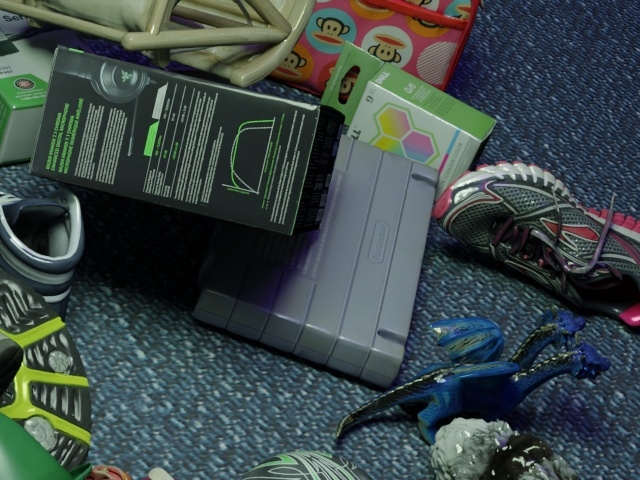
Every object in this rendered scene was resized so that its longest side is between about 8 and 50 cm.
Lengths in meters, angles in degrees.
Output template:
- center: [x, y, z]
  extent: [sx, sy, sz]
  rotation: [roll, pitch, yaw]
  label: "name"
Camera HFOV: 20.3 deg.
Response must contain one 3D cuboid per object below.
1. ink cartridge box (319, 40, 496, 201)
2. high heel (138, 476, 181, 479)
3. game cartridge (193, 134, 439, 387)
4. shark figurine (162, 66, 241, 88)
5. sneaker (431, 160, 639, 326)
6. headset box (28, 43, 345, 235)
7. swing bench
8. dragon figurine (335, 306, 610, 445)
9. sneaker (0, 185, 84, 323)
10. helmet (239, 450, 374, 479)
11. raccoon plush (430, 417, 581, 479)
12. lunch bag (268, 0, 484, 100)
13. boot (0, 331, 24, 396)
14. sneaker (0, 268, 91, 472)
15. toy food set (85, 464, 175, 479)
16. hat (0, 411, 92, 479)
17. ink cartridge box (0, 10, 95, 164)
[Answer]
- center: [0.092, -0.138, 2.133]
  extent: [0.209, 0.109, 0.062]
  rotation: [29, 37, 8]
  label: "ink cartridge box"
- center: [-0.124, 0.296, 1.529]
  extent: [0.117, 0.082, 0.244]
  rotation: [-8, 33, -19]
  label: "high heel"
- center: [0.000, 0.000, 1.965]
  extent: [0.230, 0.068, 0.355]
  rotation: [17, 38, -1]
  label: "game cartridge"
- center: [-0.114, -0.192, 2.043]
  extent: [0.166, 0.116, 0.278]
  rotation: [28, 18, 3]
  label: "shark figurine"
- center: [0.267, 0.003, 2.027]
  extent: [0.299, 0.121, 0.112]
  rotation: [18, 42, -19]
  label: "sneaker"
- center: [-0.135, -0.099, 1.793]
  extent: [0.283, 0.131, 0.246]
  rotation: [13, 3, 7]
  label: "headset box"
- center: [-0.181, -0.270, 1.894]
  extent: [0.253, 0.165, 0.254]
  rotation: [20, 2, 37]
  label: "swing bench"
- center: [0.149, 0.133, 1.808]
  extent: [0.289, 0.144, 0.085]
  rotation: [2, 42, -25]
  label: "dragon figurine"
- center: [-0.326, -0.025, 1.751]
  extent: [0.099, 0.153, 0.282]
  rotation: [-16, 52, -39]
  label: "sneaker"
- center: [-0.009, 0.264, 1.557]
  extent: [0.169, 0.161, 0.169]
  rotation: [14, 39, -11]
  label: "helmet"
- center: [0.175, 0.361, 1.587]
  extent: [0.299, 0.216, 0.446]
  rotation: [-27, 29, -29]
  label: "raccoon plush"
- center: [0.045, -0.300, 2.181]
  extent: [0.293, 0.258, 0.120]
  rotation: [17, 38, -7]
  label: "lunch bag"
- center: [-0.384, 0.122, 1.503]
  extent: [0.178, 0.236, 0.085]
  rotation: [43, 2, 16]
  label: "boot"
- center: [-0.344, 0.087, 1.633]
  extent: [0.145, 0.147, 0.385]
  rotation: [-21, 72, -45]
  label: "sneaker"
- center: [-0.209, 0.239, 1.490]
  extent: [0.218, 0.071, 0.128]
  rotation: [-27, 33, -13]
  label: "toy food set"
- center: [-0.298, 0.152, 1.444]
  extent: [0.183, 0.208, 0.173]
  rotation: [58, 33, -2]
  label: "hat"
- center: [-0.339, -0.189, 1.995]
  extent: [0.153, 0.087, 0.208]
  rotation: [-14, 50, -39]
  label: "ink cartridge box"
